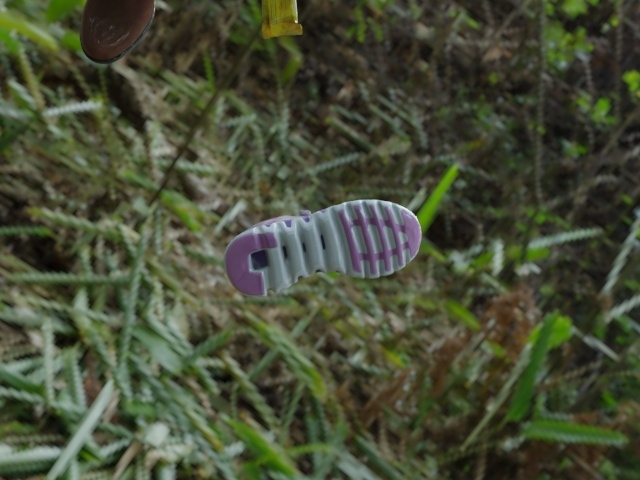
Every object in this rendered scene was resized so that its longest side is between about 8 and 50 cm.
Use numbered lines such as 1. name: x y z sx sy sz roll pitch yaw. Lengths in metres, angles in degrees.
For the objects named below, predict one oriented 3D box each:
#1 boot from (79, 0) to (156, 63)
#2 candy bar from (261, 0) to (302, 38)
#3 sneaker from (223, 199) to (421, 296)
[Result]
1. boot: -0.240 -0.358 1.612 0.096 0.264 0.280 36 -1 2
2. candy bar: -0.042 -0.277 1.265 0.040 0.162 0.018 -4 16 -1
3. sneaker: 0.000 0.000 1.550 0.236 0.095 0.104 -10 11 -5
